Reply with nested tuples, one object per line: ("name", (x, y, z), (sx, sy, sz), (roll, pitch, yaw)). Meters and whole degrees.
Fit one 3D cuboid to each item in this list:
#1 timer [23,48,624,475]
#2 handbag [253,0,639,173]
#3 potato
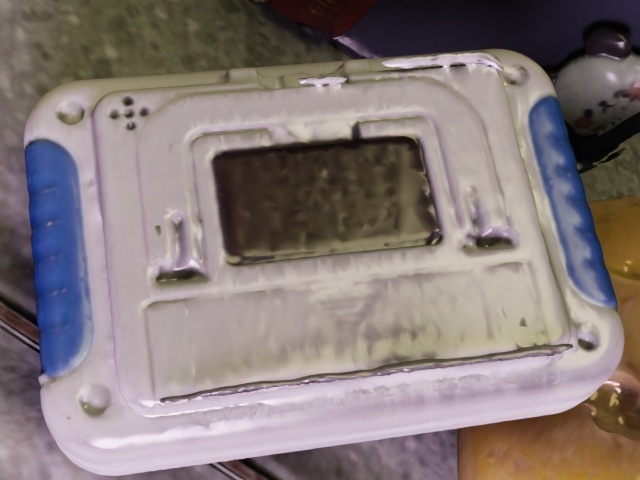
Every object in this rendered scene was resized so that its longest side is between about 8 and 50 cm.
("timer", (0.000, 0.000, 0.468), (0.253, 0.078, 0.178), (-7, 69, -10))
("handbag", (0.127, -0.196, 0.573), (0.329, 0.303, 0.122), (23, 52, -24))
("potato", (0.159, 0.083, 0.552), (0.146, 0.150, 0.234), (46, 50, -37))
